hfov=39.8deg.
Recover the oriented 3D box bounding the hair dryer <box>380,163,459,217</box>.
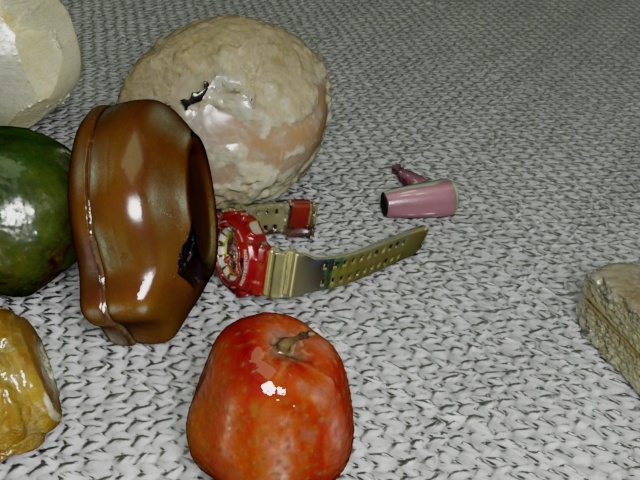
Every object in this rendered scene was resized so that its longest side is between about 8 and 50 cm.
[{"bbox_3d":[0.130,-0.076,1.287,0.106,0.054,0.154,-5,23,-7],"label":"hair dryer"}]

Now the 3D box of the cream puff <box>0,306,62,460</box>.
[{"bbox_3d":[-0.297,0.134,0.806,0.103,0.126,0.144,-23,30,-13],"label":"cream puff"}]

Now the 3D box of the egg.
[{"bbox_3d":[-0.131,-0.173,1.200,0.310,0.279,0.279,-14,35,-7],"label":"egg"}]

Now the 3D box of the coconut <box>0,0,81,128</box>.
[{"bbox_3d":[-0.497,-0.277,1.335,0.245,0.245,0.247,10,33,8],"label":"coconut"}]

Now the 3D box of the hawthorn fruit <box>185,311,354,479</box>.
[{"bbox_3d":[-0.040,0.128,0.774,0.163,0.203,0.162,7,30,-4],"label":"hawthorn fruit"}]

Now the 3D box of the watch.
[{"bbox_3d":[-0.009,-0.001,1.107,0.268,0.102,0.165,-16,35,-43],"label":"watch"}]

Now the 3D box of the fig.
[{"bbox_3d":[-0.373,-0.049,0.990,0.245,0.195,0.195,39,16,-32],"label":"fig"}]

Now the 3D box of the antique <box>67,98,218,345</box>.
[{"bbox_3d":[-0.190,-0.028,0.972,0.129,0.223,0.278,-6,60,6],"label":"antique"}]

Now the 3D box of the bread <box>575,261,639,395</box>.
[{"bbox_3d":[0.421,0.133,0.937,0.183,0.102,0.337,-1,30,-17],"label":"bread"}]
